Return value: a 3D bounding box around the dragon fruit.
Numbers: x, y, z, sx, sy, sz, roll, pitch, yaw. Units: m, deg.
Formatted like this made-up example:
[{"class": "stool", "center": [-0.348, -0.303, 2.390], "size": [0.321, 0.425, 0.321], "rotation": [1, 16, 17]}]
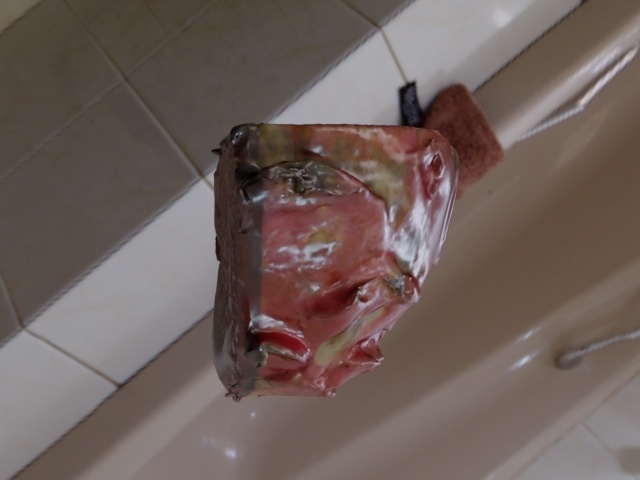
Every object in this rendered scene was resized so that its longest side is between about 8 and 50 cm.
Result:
[{"class": "dragon fruit", "center": [0.000, 0.000, 0.465], "size": [0.189, 0.163, 0.261], "rotation": [-31, -177, -6]}]
